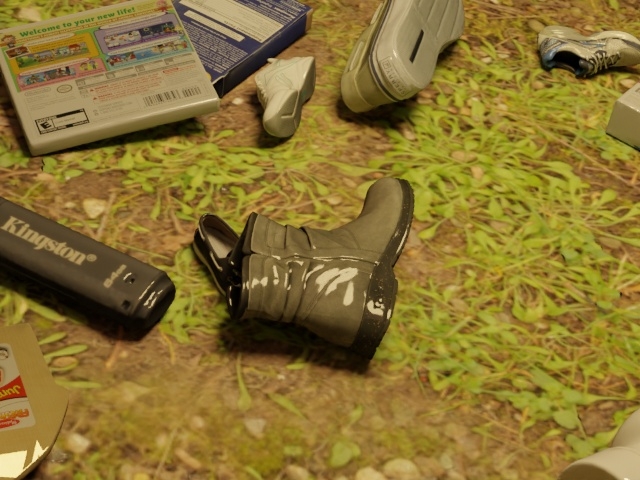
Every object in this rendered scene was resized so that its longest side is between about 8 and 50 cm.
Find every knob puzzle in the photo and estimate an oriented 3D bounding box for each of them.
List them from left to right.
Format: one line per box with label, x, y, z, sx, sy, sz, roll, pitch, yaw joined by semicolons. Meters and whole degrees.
knob puzzle;-0.311;0.158;1.382;0.213;0.030;0.213;7;39;-6

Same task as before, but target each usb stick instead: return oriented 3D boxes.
usb stick;-0.273;0.009;1.554;0.278;0.045;0.077;24;41;15

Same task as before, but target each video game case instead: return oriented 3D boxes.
video game case;-0.241;-0.187;1.775;0.212;0.023;0.193;-15;50;-15

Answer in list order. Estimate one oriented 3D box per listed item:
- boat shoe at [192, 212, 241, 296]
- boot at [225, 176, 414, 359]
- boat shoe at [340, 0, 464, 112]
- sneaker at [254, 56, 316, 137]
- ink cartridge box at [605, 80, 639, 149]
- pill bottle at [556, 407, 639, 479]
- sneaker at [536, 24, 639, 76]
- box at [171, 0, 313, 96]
boat shoe;-0.086;0.020;1.588;0.046;0.038;0.125;-15;46;-27
boot;0.000;0.000;1.578;0.161;0.083;0.246;20;41;-5
boat shoe;0.094;-0.248;1.901;0.094;0.109;0.302;-22;19;28
sneaker;-0.048;-0.162;1.809;0.061;0.053;0.152;7;33;10
ink cartridge box;0.408;-0.152;1.893;0.088;0.052;0.122;32;45;23
pill bottle;0.368;0.203;1.359;0.334;0.188;0.188;-16;47;-29
sneaker;0.333;-0.224;1.972;0.135;0.052;0.058;4;50;4
box;-0.127;-0.241;1.888;0.136;0.036;0.225;28;43;20
